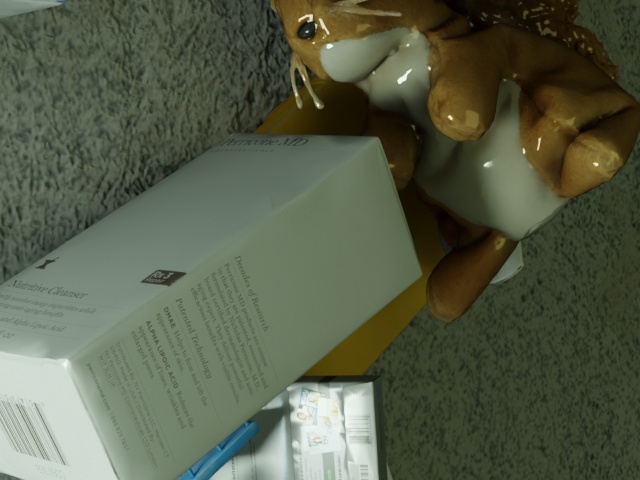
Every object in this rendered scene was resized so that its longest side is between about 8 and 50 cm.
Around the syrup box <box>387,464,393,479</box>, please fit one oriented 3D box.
[{"bbox_3d":[0.030,0.306,1.604,0.096,0.093,0.236,-33,112,-37],"label":"syrup box"}]

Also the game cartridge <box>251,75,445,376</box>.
[{"bbox_3d":[0.000,0.000,1.598,0.323,0.053,0.285,-45,116,-35],"label":"game cartridge"}]

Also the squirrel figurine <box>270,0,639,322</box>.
[{"bbox_3d":[0.130,-0.194,1.550,0.370,0.281,0.397,40,44,-4],"label":"squirrel figurine"}]

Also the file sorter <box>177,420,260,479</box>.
[{"bbox_3d":[-0.169,0.188,1.405,0.170,0.118,0.104,-41,114,-34],"label":"file sorter"}]

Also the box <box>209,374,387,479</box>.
[{"bbox_3d":[-0.028,0.210,1.493,0.038,0.186,0.145,-18,104,-73],"label":"box"}]

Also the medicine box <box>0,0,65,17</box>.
[{"bbox_3d":[-0.322,-0.320,1.158,0.149,0.263,0.289,0,91,-42],"label":"medicine box"}]

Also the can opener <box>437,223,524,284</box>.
[{"bbox_3d":[0.172,-0.087,1.689,0.095,0.076,0.283,19,60,-55],"label":"can opener"}]

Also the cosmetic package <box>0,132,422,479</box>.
[{"bbox_3d":[-0.116,0.054,1.310,0.385,0.217,0.156,-40,120,-37],"label":"cosmetic package"}]
